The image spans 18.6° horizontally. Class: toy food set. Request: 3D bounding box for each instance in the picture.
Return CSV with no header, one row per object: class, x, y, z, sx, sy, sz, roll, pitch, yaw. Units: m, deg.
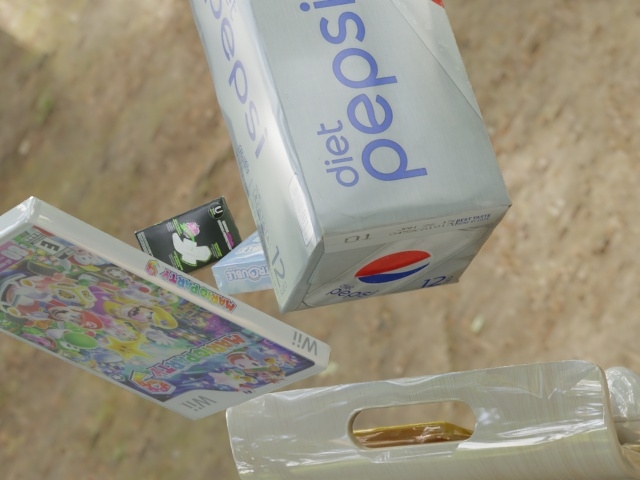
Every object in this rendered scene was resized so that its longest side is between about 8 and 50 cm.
toy food set,0.106,0.115,1.173,0.220,0.306,0.092,-8,75,23

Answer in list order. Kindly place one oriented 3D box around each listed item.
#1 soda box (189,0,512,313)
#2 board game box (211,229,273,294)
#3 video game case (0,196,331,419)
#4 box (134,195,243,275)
soda box,-0.004,-0.115,0.948,0.091,0.098,0.286,117,140,-62
board game box,0.000,0.000,1.076,0.090,0.020,0.090,-9,19,30
video game case,-0.069,0.027,0.677,0.087,0.122,0.011,-26,44,50
box,-0.112,0.002,1.686,0.083,0.052,0.062,-22,-2,-4
